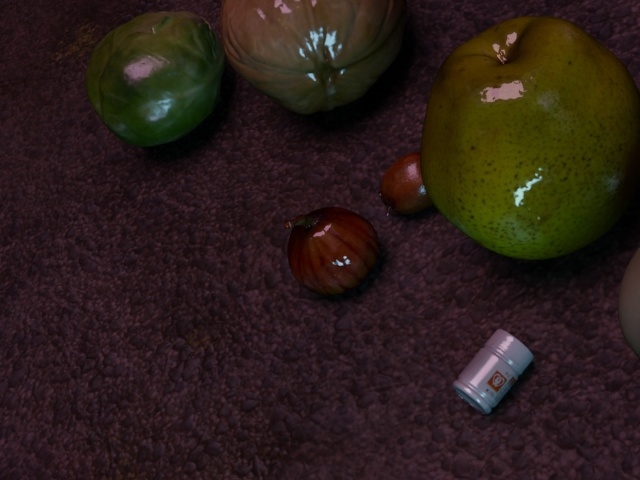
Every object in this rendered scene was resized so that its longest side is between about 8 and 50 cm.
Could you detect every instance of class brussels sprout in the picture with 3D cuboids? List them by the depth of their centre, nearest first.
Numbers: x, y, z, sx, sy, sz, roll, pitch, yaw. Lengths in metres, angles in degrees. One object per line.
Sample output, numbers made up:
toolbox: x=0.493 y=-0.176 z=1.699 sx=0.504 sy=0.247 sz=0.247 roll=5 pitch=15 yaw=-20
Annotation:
brussels sprout: x=-0.266 y=-0.269 z=1.903 sx=0.244 sy=0.244 sz=0.244 roll=-18 pitch=49 yaw=22

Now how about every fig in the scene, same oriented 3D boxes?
fig: x=0.001 y=0.010 z=1.563 sx=0.128 sy=0.150 sz=0.128 roll=-164 pitch=90 yaw=-72

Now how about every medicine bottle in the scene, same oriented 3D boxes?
medicine bottle: x=0.203 y=0.155 z=1.361 sx=0.089 sy=0.057 sz=0.057 roll=-50 pitch=45 yaw=-9

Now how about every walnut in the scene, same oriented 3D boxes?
walnut: x=-0.013 y=-0.342 z=1.753 sx=0.277 sy=0.252 sz=0.313 roll=-38 pitch=39 yaw=19

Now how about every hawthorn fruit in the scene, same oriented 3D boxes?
hawthorn fruit: x=0.120 y=-0.073 z=1.580 sx=0.093 sy=0.081 sz=0.081 roll=-30 pitch=45 yaw=15

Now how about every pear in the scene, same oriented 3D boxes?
pear: x=0.254 y=-0.117 z=1.387 sx=0.294 sy=0.294 sz=0.294 roll=-18 pitch=49 yaw=22

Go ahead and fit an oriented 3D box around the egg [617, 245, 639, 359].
egg: x=0.439 y=0.057 z=1.170 sx=0.269 sy=0.219 sz=0.219 roll=-18 pitch=49 yaw=27
